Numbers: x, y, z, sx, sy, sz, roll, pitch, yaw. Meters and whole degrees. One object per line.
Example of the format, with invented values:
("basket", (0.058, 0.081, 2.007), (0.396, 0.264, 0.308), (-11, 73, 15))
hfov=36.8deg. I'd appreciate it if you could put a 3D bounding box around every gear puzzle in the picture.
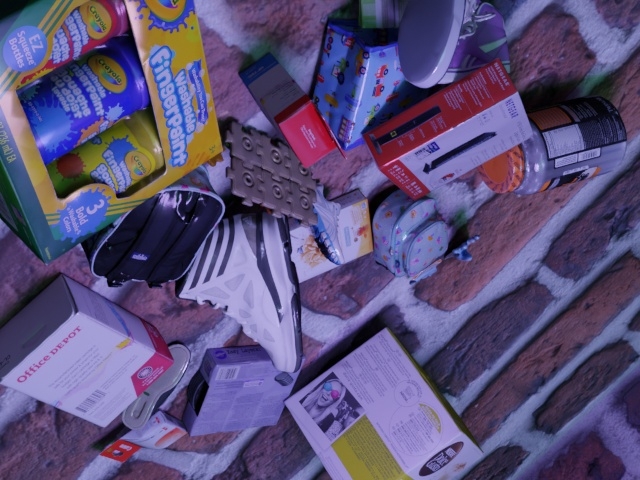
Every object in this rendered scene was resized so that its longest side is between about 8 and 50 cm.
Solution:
("gear puzzle", (-0.134, -0.134, 1.895), (0.044, 0.175, 0.339), (-23, 150, 37))

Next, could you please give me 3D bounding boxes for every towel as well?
("towel", (0.138, -0.462, 1.842), (0.152, 0.023, 0.113), (-7, 100, -26))

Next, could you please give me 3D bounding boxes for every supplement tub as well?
("supplement tub", (0.530, -0.217, 2.228), (0.316, 0.193, 0.193), (-15, 134, -21))

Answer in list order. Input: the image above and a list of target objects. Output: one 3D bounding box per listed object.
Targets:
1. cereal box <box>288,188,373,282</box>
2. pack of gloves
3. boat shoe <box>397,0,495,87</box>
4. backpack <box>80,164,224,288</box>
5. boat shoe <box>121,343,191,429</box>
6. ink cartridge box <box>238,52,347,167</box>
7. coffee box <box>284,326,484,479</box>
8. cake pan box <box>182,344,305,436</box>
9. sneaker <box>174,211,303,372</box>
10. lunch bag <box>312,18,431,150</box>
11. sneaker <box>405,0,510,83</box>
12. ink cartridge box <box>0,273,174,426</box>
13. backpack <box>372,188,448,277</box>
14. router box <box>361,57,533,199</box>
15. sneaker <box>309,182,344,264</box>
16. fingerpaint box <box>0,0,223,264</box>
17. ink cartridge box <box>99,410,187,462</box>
("cereal box", (0.000, 0.000, 2.182), (0.240, 0.047, 0.173), (-24, 137, -13))
("pack of gloves", (0.309, 0.061, 2.354), (0.195, 0.046, 0.232), (-35, 174, -1))
("boat shoe", (0.248, -0.451, 1.787), (0.156, 0.136, 0.367), (13, 81, -42))
("backpack", (-0.312, -0.053, 1.808), (0.225, 0.191, 0.253), (7, 139, -41))
("boat shoe", (-0.377, 0.331, 2.231), (0.233, 0.084, 0.079), (-55, 174, 10))
("ink cartridge box", (-0.051, -0.232, 1.795), (0.078, 0.231, 0.134), (-35, 138, -1))
("coffee box", (0.174, 0.489, 2.488), (0.334, 0.338, 0.337), (-37, 151, 2))
("cake pan box", (-0.194, 0.368, 2.379), (0.267, 0.070, 0.245), (-2, 127, -33))
("sneaker", (-0.177, 0.120, 2.093), (0.258, 0.169, 0.447), (-6, 129, 2))
("lunch bag", (0.144, -0.325, 1.935), (0.293, 0.138, 0.221), (-14, 132, -36))
("sneaker", (0.264, -0.392, 1.891), (0.282, 0.102, 0.161), (-19, 111, -42))
("ink cartridge box", (-0.494, 0.235, 2.006), (0.226, 0.131, 0.306), (-41, 137, 7))
("backpack", (0.205, -0.022, 2.223), (0.166, 0.144, 0.188), (-34, 131, -25))
("router box", (0.270, -0.216, 1.972), (0.301, 0.082, 0.335), (-29, 164, 12))
("sneaker", (0.018, -0.040, 2.080), (0.083, 0.071, 0.190), (-28, 95, -19))
("fingerpaint box", (-0.363, -0.237, 1.478), (0.371, 0.163, 0.444), (-36, 146, -25))
("ink cartridge box", (-0.425, 0.488, 2.322), (0.179, 0.045, 0.145), (-38, 156, -2))
